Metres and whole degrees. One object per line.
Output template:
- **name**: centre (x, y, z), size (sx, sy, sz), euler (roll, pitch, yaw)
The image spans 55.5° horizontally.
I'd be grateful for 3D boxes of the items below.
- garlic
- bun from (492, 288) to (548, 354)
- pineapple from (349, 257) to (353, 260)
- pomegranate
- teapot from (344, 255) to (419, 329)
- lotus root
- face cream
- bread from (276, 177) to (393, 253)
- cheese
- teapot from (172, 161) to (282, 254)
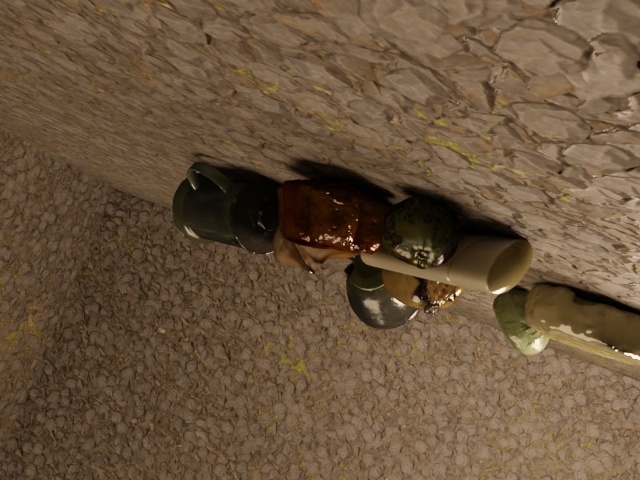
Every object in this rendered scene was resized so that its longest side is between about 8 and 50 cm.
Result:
- **garlic**: centre (-0.017, -0.004, 1.405), size (0.196, 0.151, 0.338), euler (23, -166, 22)
- **bun**: centre (0.568, 0.216, 1.686), size (0.195, 0.118, 0.195), euler (43, -155, -26)
- **pineapple**: centre (0.030, -0.009, 1.618), size (0.248, 0.128, 0.128), euler (19, 174, 8)
- **pomegranate**: centre (0.174, -0.012, 1.086), size (0.138, 0.125, 0.163), euler (10, 176, -5)
- **teapot**: centre (0.217, 0.145, 1.879), size (0.322, 0.239, 0.239), euler (23, 163, 31)
- **lotus root**: centre (0.242, 0.086, 1.539), size (0.183, 0.182, 0.310), euler (23, 176, -17)
- **face cream**: centre (0.247, 0.027, 1.185), size (0.174, 0.081, 0.349), euler (-21, -162, -31)
- **bread**: centre (0.033, -0.049, 1.199), size (0.232, 0.135, 0.247), euler (9, 177, -22)
- **cheese**: centre (0.654, 0.205, 1.464), size (0.327, 0.115, 0.318), euler (14, 171, 38)
- **teapot**: centre (-0.234, -0.093, 1.560), size (0.337, 0.200, 0.270), euler (11, 142, 51)
